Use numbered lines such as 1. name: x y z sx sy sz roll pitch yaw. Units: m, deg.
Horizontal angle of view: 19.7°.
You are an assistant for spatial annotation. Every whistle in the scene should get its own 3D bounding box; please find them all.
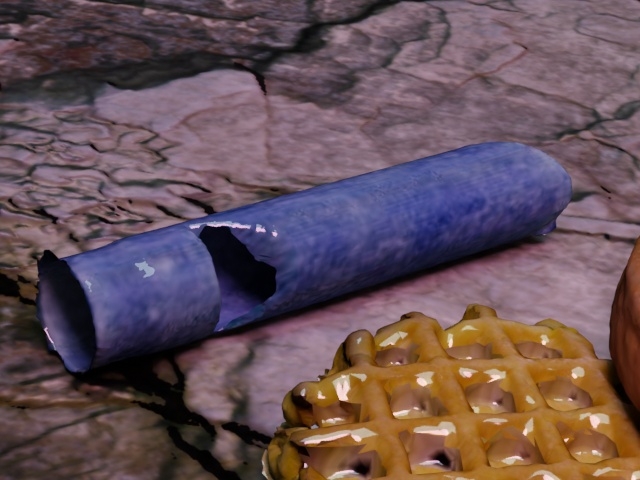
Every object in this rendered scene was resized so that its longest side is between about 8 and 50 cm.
1. whistle: 0.000 0.000 0.946 0.304 0.062 0.062 -16 37 -34

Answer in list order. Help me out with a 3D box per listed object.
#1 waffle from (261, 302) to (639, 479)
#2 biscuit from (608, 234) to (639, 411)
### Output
1. waffle: 0.095 0.110 0.788 0.254 0.052 0.245 24 35 26
2. biscuit: 0.352 0.085 0.816 0.455 0.078 0.350 15 29 0
